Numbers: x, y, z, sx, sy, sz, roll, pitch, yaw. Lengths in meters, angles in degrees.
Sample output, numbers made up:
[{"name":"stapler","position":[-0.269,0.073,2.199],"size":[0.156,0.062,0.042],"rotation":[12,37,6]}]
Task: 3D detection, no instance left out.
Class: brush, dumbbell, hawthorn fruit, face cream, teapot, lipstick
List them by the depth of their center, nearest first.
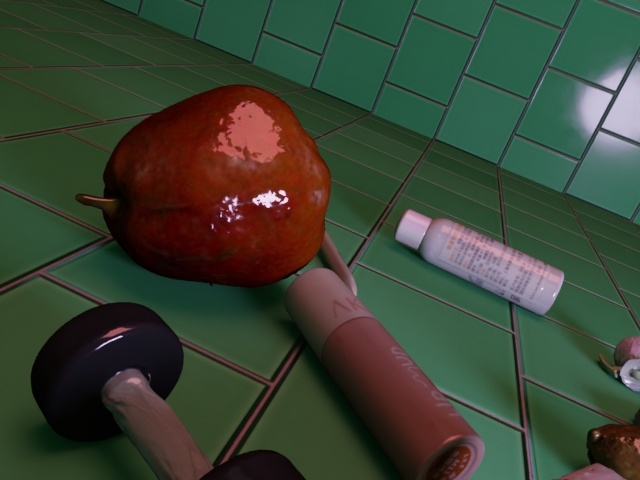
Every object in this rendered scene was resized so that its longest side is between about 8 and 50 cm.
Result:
[{"name":"dumbbell","position":[-0.094,0.126,0.386],"size":[0.100,0.100,0.191],"rotation":[-1,30,-46]},{"name":"lipstick","position":[0.046,0.118,0.589],"size":[0.070,0.070,0.254],"rotation":[8,24,-33]},{"name":"hawthorn fruit","position":[-0.122,-0.049,0.672],"size":[0.261,0.224,0.224],"rotation":[-19,40,-30]},{"name":"teapot","position":[0.431,0.172,0.872],"size":[0.083,0.064,0.064],"rotation":[-5,17,25]},{"name":"brush","position":[0.000,0.000,0.909],"size":[0.042,0.039,0.299],"rotation":[10,26,-21]},{"name":"face cream","position":[0.247,0.027,1.010],"size":[0.269,0.082,0.082],"rotation":[26,21,12]}]

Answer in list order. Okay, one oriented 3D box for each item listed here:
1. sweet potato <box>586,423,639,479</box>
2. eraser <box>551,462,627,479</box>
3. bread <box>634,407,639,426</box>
[{"name":"sweet potato","position":[0.355,0.261,0.545],"size":[0.075,0.075,0.273],"rotation":[-1,34,-46]},{"name":"eraser","position":[0.083,0.208,0.319],"size":[0.287,0.130,0.086],"rotation":[2,24,-39]},{"name":"bread","position":[0.425,0.236,0.716],"size":[0.129,0.044,0.126],"rotation":[22,18,11]}]
